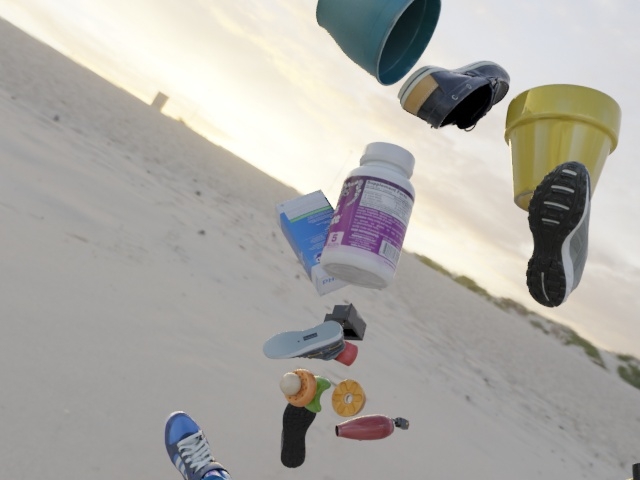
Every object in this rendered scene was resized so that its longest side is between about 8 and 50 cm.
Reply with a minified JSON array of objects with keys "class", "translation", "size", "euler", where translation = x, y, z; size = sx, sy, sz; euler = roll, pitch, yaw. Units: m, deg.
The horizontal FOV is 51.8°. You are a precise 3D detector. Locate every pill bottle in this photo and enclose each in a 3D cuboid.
[{"class":"pill bottle","translation":[0.115,-0.059,1.457],"size":[0.169,0.301,0.169],"euler":[15,-18,5]}]

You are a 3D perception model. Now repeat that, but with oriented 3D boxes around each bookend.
[{"class":"bookend","translation":[0.068,0.302,2.449],"size":[0.156,0.072,0.157],"euler":[-1,-37,28]}]

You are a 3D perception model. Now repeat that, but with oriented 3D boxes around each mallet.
[{"class":"mallet","translation":[0.638,0.513,1.407],"size":[0.039,0.062,0.189],"euler":[15,-25,-10]}]

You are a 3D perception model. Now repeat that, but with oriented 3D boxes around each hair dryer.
[{"class":"hair dryer","translation":[0.147,0.634,2.158],"size":[0.293,0.224,0.080],"euler":[31,38,-51]}]

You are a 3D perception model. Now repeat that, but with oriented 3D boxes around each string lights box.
[{"class":"string lights box","translation":[0.000,0.000,1.624],"size":[0.076,0.133,0.259],"euler":[88,-24,-51]}]

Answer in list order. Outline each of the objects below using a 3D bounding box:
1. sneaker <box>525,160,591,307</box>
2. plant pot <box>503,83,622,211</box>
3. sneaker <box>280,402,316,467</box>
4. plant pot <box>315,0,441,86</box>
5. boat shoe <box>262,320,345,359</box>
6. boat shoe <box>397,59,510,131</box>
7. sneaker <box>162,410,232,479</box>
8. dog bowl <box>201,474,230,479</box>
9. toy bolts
[{"class":"sneaker","translation":[0.442,-0.016,1.204],"size":[0.108,0.271,0.100],"euler":[-20,31,-39]},{"class":"plant pot","translation":[0.542,-0.192,1.509],"size":[0.254,0.239,0.254],"euler":[12,-17,4]},{"class":"sneaker","translation":[-0.087,0.600,2.191],"size":[0.107,0.283,0.124],"euler":[11,14,-11]},{"class":"plant pot","translation":[0.138,-0.593,1.747],"size":[0.255,0.271,0.271],"euler":[38,-1,20]},{"class":"boat shoe","translation":[-0.033,0.243,1.481],"size":[0.083,0.183,0.065],"euler":[74,2,-48]},{"class":"boat shoe","translation":[0.404,-0.391,1.828],"size":[0.156,0.187,0.500],"euler":[49,37,19]},{"class":"sneaker","translation":[-0.341,0.650,1.928],"size":[0.236,0.130,0.322],"euler":[-27,-99,55]},{"class":"dog bowl","translation":[-0.200,0.664,1.449],"size":[0.074,0.166,0.297],"euler":[23,29,-42]},{"class":"toy bolts","translation":[0.014,0.353,1.780],"size":[0.218,0.228,0.158],"euler":[8,-18,40]}]
